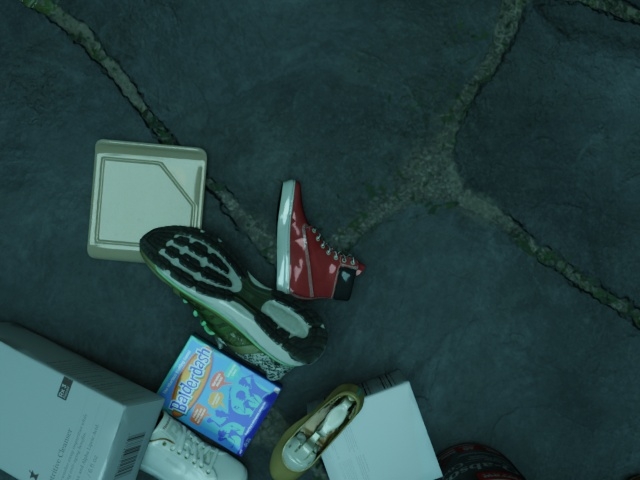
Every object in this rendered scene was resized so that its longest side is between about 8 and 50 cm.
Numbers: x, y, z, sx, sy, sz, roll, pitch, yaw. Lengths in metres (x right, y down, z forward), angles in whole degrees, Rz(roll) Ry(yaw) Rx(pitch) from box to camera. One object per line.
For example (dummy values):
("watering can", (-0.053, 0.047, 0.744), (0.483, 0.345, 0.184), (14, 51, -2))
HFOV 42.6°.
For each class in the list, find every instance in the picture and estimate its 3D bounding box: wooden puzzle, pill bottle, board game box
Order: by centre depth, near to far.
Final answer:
("pill bottle", (0.308, 0.515, 1.491), (0.210, 0.363, 0.210), (0, 91, -2))
("wooden puzzle", (-0.342, -0.073, 1.627), (0.221, 0.044, 0.239), (5, 96, -2))
("board game box", (-0.205, 0.305, 1.632), (0.210, 0.047, 0.160), (30, 90, -1))

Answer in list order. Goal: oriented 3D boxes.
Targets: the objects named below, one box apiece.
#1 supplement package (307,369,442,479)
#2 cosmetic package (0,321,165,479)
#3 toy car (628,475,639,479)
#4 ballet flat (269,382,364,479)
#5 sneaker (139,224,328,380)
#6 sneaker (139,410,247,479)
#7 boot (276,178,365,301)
("supplement package", (0.100, 0.382, 1.589), (0.203, 0.149, 0.194), (-20, 91, -1))
("cosmetic package", (-0.509, 0.315, 1.515), (0.385, 0.156, 0.217), (20, 91, 17))
("toy car", (0.664, 0.548, 1.587), (0.155, 0.188, 0.149), (-23, 91, -1))
("ballet flat", (-0.012, 0.348, 1.477), (0.080, 0.073, 0.232), (40, 91, 0))
("sneaker", (-0.194, 0.138, 1.574), (0.410, 0.158, 0.182), (38, 129, 5))
("sneaker", (-0.274, 0.406, 1.583), (0.290, 0.106, 0.123), (18, 127, -1))
("boot", (0.000, 0.000, 1.614), (0.176, 0.088, 0.244), (-1, 99, -2))
